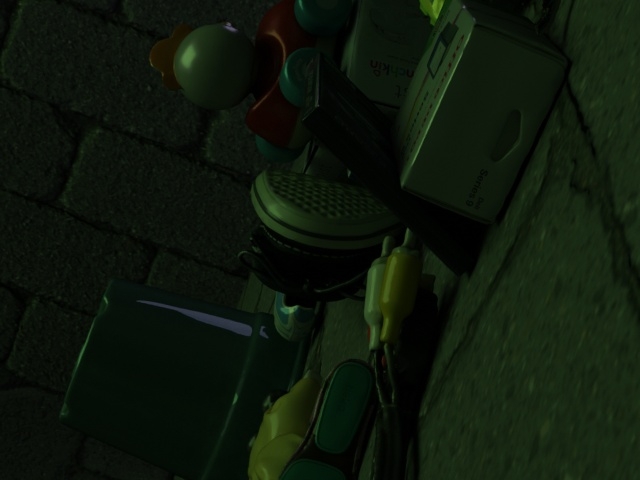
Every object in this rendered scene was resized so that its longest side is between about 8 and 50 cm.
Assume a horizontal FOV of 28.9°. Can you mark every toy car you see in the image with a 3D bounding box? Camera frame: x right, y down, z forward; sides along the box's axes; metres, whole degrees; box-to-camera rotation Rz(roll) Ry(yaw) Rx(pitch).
[{"bbox_3d":[-0.104,-0.243,1.651,0.219,0.237,0.210,125,157,-67],"label":"toy car"}]

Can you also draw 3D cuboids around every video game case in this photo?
[{"bbox_3d":[0.059,-0.082,1.180,0.026,0.196,0.274,-43,13,14],"label":"video game case"}]

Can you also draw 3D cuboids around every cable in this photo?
[{"bbox_3d":[0.051,0.131,1.102,0.139,0.072,0.287,109,177,-57],"label":"cable"}]

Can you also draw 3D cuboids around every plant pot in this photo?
[{"bbox_3d":[-0.227,0.231,2.033,0.341,0.334,0.341,-159,90,-85],"label":"plant pot"}]

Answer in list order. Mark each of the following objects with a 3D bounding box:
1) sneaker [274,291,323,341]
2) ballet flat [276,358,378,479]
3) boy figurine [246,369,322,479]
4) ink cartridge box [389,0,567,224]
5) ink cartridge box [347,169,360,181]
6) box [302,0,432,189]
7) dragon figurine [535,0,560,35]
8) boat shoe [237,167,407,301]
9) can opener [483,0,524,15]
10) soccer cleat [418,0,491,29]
[{"bbox_3d":[-0.028,0.054,1.981,0.086,0.085,0.237,-54,25,40],"label":"sneaker"},{"bbox_3d":[0.005,0.227,1.262,0.079,0.076,0.222,79,-149,-64],"label":"ballet flat"},{"bbox_3d":[-0.033,0.237,1.428,0.285,0.092,0.177,-174,104,-83],"label":"boy figurine"},{"bbox_3d":[0.134,-0.125,1.107,0.212,0.093,0.154,-92,24,-70],"label":"ink cartridge box"},{"bbox_3d":[0.081,-0.102,1.476,0.207,0.097,0.046,-93,23,-74],"label":"ink cartridge box"},{"bbox_3d":[0.070,-0.225,1.707,0.262,0.126,0.231,122,158,-64],"label":"box"},{"bbox_3d":[0.184,-0.326,1.060,0.085,0.144,0.289,-127,57,-83],"label":"dragon figurine"},{"bbox_3d":[0.000,0.000,1.528,0.500,0.186,0.156,-95,20,-88],"label":"boat shoe"},{"bbox_3d":[0.176,-0.267,1.277,0.095,0.076,0.284,147,144,-79],"label":"can opener"},{"bbox_3d":[0.175,-0.329,1.407,0.289,0.093,0.121,-76,11,-47],"label":"soccer cleat"}]
